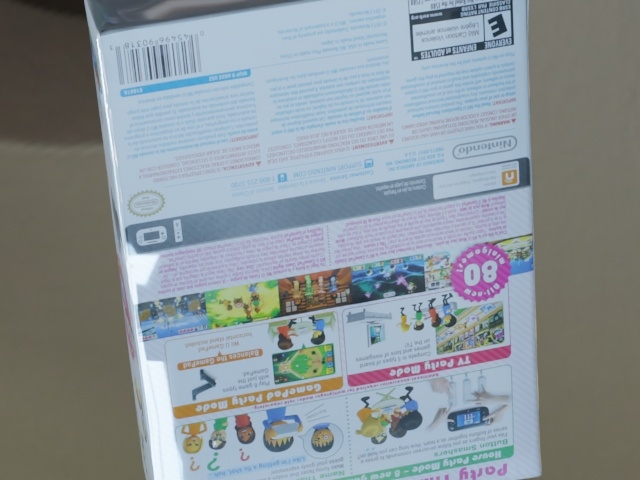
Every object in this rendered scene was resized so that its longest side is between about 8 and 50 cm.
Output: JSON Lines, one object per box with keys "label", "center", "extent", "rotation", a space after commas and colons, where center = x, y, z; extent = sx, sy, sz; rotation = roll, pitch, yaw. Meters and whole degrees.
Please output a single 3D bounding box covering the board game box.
{"label": "board game box", "center": [0.000, 0.000, 0.988], "extent": [0.224, 0.303, 0.097], "rotation": [-9, -155, -11]}
